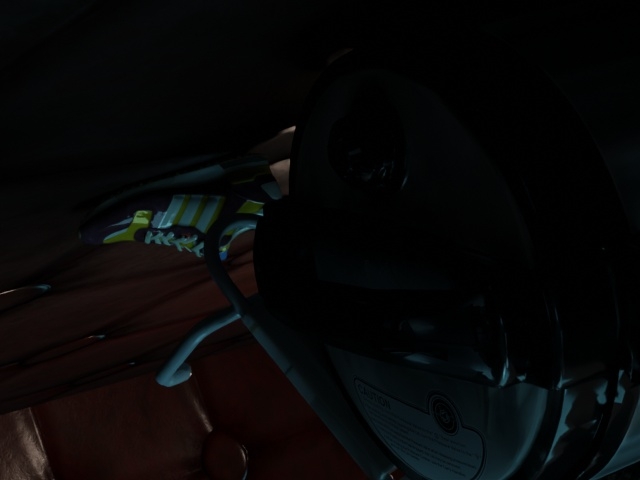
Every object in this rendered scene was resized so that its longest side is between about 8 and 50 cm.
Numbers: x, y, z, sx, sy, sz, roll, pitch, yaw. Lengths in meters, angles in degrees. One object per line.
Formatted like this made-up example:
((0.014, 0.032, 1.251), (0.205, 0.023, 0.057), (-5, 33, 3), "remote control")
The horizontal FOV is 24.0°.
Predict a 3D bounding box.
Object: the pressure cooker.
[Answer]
((0.165, -0.004, 1.133), (0.420, 0.375, 0.370), (-16, 154, -29), "pressure cooker")

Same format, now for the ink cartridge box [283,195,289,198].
((0.000, 0.000, 1.774), (0.046, 0.097, 0.207), (-23, 172, 20), "ink cartridge box")

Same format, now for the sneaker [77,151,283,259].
((-0.121, -0.016, 1.347), (0.186, 0.083, 0.069), (-19, 173, -9), "sneaker")

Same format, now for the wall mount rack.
((0.032, 0.127, 1.314), (0.304, 0.350, 0.130), (-24, 159, -48), "wall mount rack")
